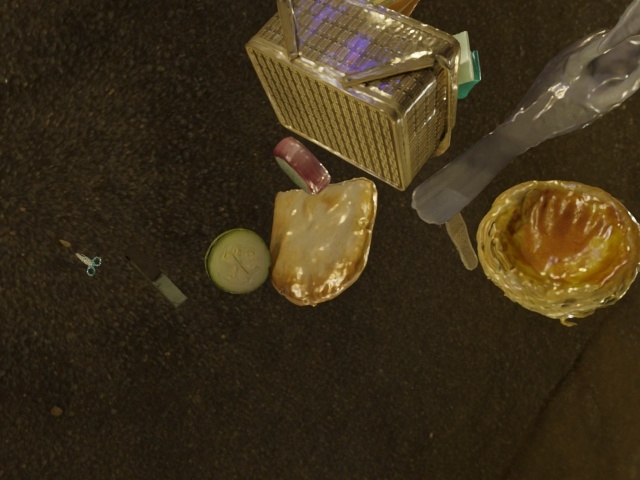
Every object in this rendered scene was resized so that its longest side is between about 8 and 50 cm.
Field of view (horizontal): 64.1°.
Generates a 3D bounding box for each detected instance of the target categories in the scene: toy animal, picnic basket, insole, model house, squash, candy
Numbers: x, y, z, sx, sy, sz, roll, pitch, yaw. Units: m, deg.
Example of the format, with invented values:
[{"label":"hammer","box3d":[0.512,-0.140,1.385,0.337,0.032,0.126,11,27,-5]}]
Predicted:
[{"label":"toy animal","box3d":[0.262,-0.154,0.509,0.367,0.206,0.081,-40,90,-17]},{"label":"picnic basket","box3d":[0.029,-0.126,0.423,0.079,0.164,0.115,-50,154,-12]},{"label":"insole","box3d":[0.495,-0.008,1.798,0.081,0.011,0.248,-33,104,-23]},{"label":"model house","box3d":[0.355,-0.456,1.363,0.149,0.127,0.101,35,51,-52]},{"label":"squash","box3d":[-0.271,0.067,1.688,0.219,0.041,0.219,-3,97,-22]},{"label":"candy","box3d":[-0.030,-0.117,0.808,0.043,0.103,0.103,-44,116,-4]}]

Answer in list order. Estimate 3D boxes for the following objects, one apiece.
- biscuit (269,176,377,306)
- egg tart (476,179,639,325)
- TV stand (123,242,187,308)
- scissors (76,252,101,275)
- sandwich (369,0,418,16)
[{"label":"biscuit","box3d":[0.001,0.000,1.703,0.104,0.429,0.447,32,55,-48]},{"label":"egg tart","box3d":[0.584,0.025,1.279,0.388,0.387,0.169,-57,156,-16]},{"label":"TV stand","box3d":[-0.549,0.119,1.696,0.256,0.040,0.049,45,60,3]},{"label":"scissors","box3d":[-0.668,0.060,1.462,0.058,0.119,0.014,-62,144,-7]},{"label":"sandwich","box3d":[0.126,-0.396,0.956,0.163,0.079,0.113,-26,132,10]}]
